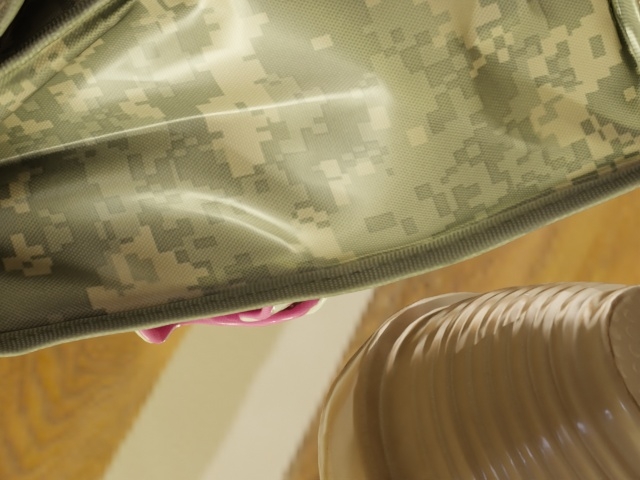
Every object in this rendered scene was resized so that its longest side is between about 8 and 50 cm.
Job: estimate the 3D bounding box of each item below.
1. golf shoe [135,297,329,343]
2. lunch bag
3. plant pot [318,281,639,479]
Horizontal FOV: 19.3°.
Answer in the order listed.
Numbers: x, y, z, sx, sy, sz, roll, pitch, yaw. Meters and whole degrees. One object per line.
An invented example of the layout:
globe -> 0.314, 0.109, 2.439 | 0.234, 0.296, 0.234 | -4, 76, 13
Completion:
golf shoe -> 0.000, 0.000, 1.227 | 0.140, 0.306, 0.115 | -108, 10, -51
lunch bag -> -0.051, -0.080, 0.686 | 0.235, 0.287, 0.169 | -120, 10, -64
plant pot -> 0.125, 0.097, 0.740 | 0.237, 0.110, 0.237 | 26, -144, -21
